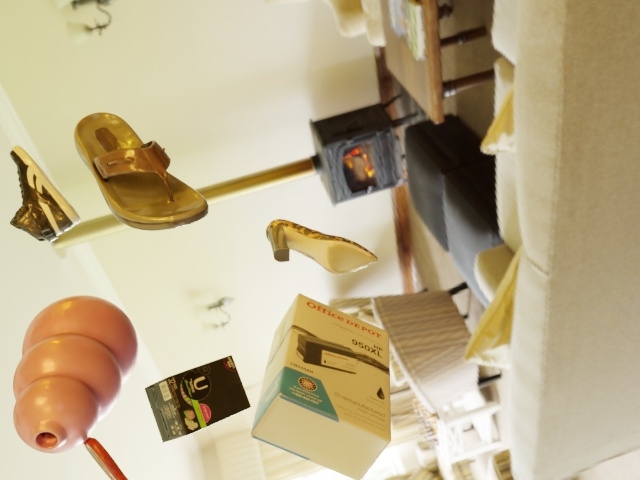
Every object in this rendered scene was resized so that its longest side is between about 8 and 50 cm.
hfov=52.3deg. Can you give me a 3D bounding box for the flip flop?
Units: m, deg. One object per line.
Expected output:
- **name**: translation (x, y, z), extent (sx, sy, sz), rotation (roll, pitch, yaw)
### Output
- **flip flop**: translation (-0.256, -0.109, 0.895), extent (0.277, 0.112, 0.080), rotation (47, 143, 31)

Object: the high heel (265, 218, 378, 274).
- **high heel**: translation (0.000, 0.000, 1.592), extent (0.186, 0.262, 0.093), rotation (-112, 30, -62)

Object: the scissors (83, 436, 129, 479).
- **scissors**: translation (-0.285, 0.428, 1.052), extent (0.297, 0.021, 0.109), rotation (46, 148, 6)

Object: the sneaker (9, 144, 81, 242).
- **sneaker**: translation (-0.624, -0.092, 1.385), extent (0.217, 0.121, 0.079), rotation (50, 167, 5)

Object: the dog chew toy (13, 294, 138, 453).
- **dog chew toy**: translation (-0.438, 0.237, 1.144), extent (0.331, 0.207, 0.206), rotation (-104, 0, -65)

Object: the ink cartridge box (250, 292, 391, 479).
- **ink cartridge box**: translation (0.016, 0.347, 1.623), extent (0.166, 0.286, 0.394), rotation (-60, 11, 29)

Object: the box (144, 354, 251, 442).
- **box**: translation (-0.127, 0.163, 0.678), extent (0.052, 0.083, 0.062), rotation (-30, 78, 43)
